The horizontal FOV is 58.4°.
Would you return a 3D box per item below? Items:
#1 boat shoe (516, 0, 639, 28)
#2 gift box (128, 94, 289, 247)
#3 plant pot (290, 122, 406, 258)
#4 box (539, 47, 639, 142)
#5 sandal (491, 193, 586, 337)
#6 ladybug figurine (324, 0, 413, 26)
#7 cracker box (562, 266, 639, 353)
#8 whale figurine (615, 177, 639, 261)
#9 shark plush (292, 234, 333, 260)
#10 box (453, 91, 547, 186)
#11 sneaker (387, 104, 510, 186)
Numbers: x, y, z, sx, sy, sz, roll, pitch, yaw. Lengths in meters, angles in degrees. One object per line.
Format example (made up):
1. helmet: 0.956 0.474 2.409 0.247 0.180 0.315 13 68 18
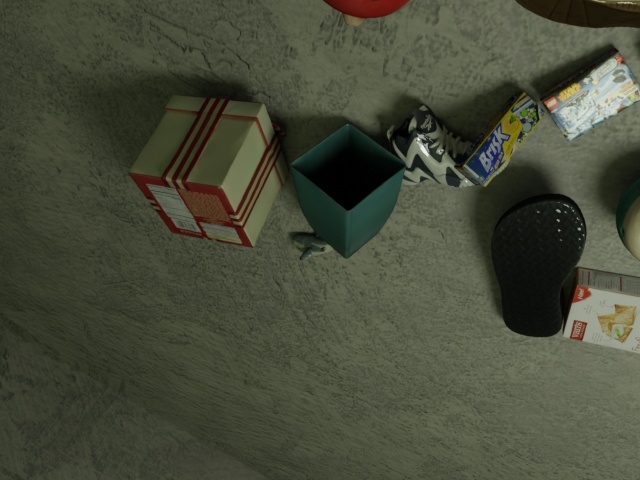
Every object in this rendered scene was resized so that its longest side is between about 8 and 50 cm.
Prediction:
1. boat shoe: 0.440 -0.375 0.837 0.302 0.109 0.098 13 93 18
2. gift box: -0.229 -0.154 1.261 0.254 0.258 0.276 13 152 15
3. plant pot: 0.055 -0.082 1.206 0.165 0.165 0.234 41 156 24
4. box: 0.455 -0.241 0.962 0.137 0.027 0.094 -33 109 27
5. sandal: 0.444 0.045 1.195 0.167 0.107 0.446 8 143 20
6. ladybug figurine: 0.071 -0.531 0.840 0.304 0.162 0.450 16 133 15
7. cracker box: 0.642 0.154 1.194 0.232 0.067 0.156 11 131 20
8. whale figurine: 0.651 -0.059 0.987 0.271 0.141 0.216 -16 122 8
9. shark plush: 0.000 0.000 1.409 0.161 0.073 0.067 -19 87 43
10. box: 0.318 -0.178 1.021 0.059 0.054 0.169 39 93 -8
11. sneaker: 0.232 -0.189 1.094 0.234 0.094 0.153 6 139 36
